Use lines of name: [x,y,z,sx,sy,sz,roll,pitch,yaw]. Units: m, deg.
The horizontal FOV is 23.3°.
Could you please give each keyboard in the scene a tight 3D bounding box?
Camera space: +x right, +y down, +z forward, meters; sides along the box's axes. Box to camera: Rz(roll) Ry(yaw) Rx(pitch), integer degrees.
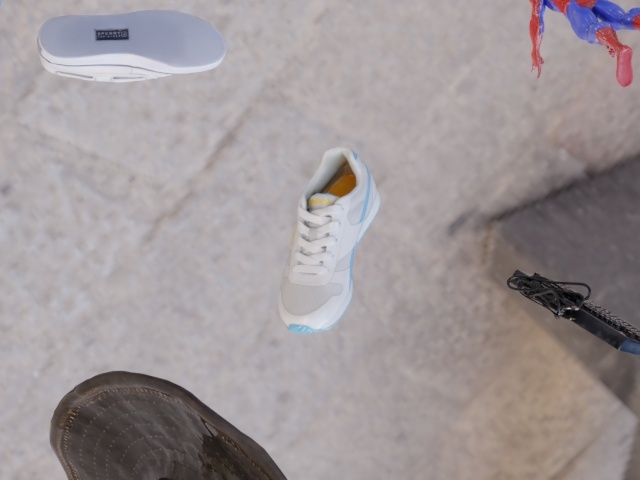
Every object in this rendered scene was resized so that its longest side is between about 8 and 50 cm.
keyboard: [0.244,0.056,1.411,0.100,0.192,0.038,12,101,-29]

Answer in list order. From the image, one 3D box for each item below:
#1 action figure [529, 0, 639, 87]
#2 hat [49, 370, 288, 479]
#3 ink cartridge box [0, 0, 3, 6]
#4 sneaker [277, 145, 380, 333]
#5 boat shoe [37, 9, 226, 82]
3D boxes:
action figure: [0.310,-0.227,1.771,0.092,0.280,0.139,-19,126,-8]
hat: [-0.058,0.231,0.754,0.134,0.331,0.331,-39,146,-32]
ink cartridge box: [-0.422,-0.377,1.663,0.198,0.197,0.270,15,130,-8]
sneaker: [0.000,0.000,1.740,0.092,0.087,0.228,66,34,-50]
boat shoe: [-0.262,-0.265,2.158,0.258,0.095,0.084,5,157,-7]
